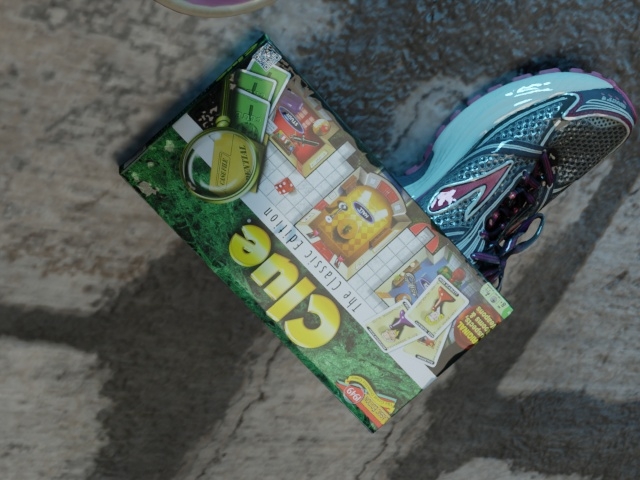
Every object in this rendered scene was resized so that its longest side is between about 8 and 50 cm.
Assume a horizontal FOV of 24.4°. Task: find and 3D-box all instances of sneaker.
[{"bbox_3d":[0.116,-0.015,1.119,0.299,0.112,0.121,-35,139,-3],"label":"sneaker"}]

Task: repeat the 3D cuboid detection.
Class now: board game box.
[{"bbox_3d":[0.000,0.000,1.013,0.136,0.030,0.260,-42,106,7],"label":"board game box"}]

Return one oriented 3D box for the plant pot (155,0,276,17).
[{"bbox_3d":[-0.076,-0.213,0.750,0.201,0.180,0.201,-19,135,-20],"label":"plant pot"}]
